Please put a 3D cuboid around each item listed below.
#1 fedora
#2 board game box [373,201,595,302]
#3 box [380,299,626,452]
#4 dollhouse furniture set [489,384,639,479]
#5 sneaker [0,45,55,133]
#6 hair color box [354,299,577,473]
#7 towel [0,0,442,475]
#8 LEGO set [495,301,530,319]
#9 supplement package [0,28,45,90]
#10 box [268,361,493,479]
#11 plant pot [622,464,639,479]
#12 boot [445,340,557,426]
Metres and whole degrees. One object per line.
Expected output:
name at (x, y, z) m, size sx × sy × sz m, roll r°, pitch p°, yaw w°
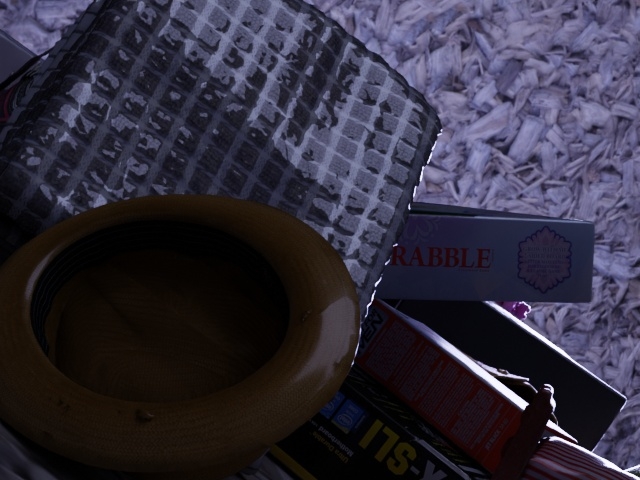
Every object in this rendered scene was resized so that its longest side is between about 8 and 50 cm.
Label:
fedora at (-0.072, 0.057, 0.717) m, size 0.194 × 0.194 × 0.079 m, roll 38°, pitch -35°, yaw 40°
board game box at (0.000, 0.000, 1.192) m, size 0.318 × 0.066 × 0.318 m, roll 2°, pitch 4°, yaw -21°
box at (0.174, 0.157, 1.851) m, size 0.296 × 0.183 × 0.294 m, roll 34°, pitch 2°, yaw -8°
dollhouse furniture set at (0.160, 0.190, 0.731) m, size 0.201 × 0.152 × 0.374 m, roll 29°, pitch 1°, yaw 8°
sneaker at (-0.246, -0.089, 1.265) m, size 0.121 × 0.112 × 0.299 m, roll 63°, pitch -17°, yaw -2°
hair color box at (0.099, 0.114, 1.115) m, size 0.167 × 0.053 × 0.093 m, roll 39°, pitch 4°, yaw 35°
towel at (-0.063, -0.040, 0.898) m, size 0.235 × 0.284 × 0.121 m, roll 37°, pitch -40°, yaw -18°
LEGO set at (0.225, 0.037, 1.760) m, size 0.093 × 0.087 × 0.227 m, roll 35°, pitch 4°, yaw 20°
supplement package at (-0.313, -0.142, 1.536) m, size 0.179 × 0.105 × 0.105 m, roll 35°, pitch 2°, yaw -33°
box at (0.064, 0.166, 1.134) m, size 0.257 × 0.079 × 0.322 m, roll 38°, pitch 2°, yaw 21°
plant pot at (0.367, 0.294, 1.339) m, size 0.274 × 0.275 × 0.293 m, roll 36°, pitch -15°, yaw -24°
boot at (0.092, 0.122, 1.526) m, size 0.295 × 0.104 × 0.211 m, roll 28°, pitch -9°, yaw -32°
